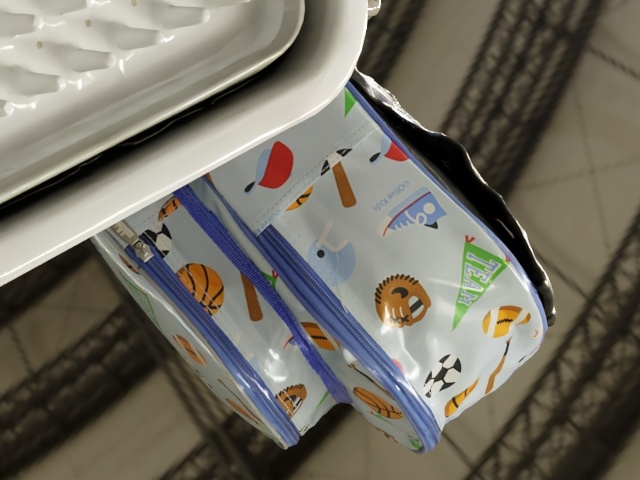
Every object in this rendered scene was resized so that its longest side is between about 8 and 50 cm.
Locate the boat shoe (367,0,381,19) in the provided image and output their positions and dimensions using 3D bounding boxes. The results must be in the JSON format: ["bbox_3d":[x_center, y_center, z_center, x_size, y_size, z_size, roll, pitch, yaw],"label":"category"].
[{"bbox_3d":[-0.105,-0.199,1.102,0.130,0.355,0.132,-27,-120,31],"label":"boat shoe"}]

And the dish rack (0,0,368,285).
[{"bbox_3d":[-0.147,-0.130,0.614,0.333,0.285,0.072,-31,-159,-33],"label":"dish rack"}]

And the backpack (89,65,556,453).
[{"bbox_3d":[0.000,0.000,0.953,0.263,0.276,0.213,40,-92,15],"label":"backpack"}]
